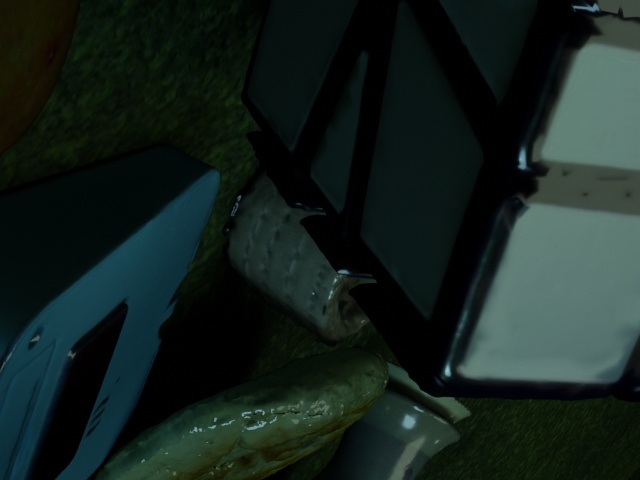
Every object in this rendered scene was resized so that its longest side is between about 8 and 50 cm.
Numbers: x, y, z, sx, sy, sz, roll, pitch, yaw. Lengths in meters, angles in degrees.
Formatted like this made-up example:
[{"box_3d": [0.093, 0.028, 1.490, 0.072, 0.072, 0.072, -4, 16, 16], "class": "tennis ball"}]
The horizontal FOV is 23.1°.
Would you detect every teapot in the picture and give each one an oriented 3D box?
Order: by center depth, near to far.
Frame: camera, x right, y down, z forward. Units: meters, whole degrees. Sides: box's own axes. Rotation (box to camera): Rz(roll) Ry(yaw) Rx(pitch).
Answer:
[{"box_3d": [0.023, 0.228, 1.310, 0.251, 0.183, 0.183, -62, 159, -11], "class": "teapot"}]

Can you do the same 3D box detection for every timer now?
[{"box_3d": [-0.164, 0.069, 0.854, 0.250, 0.091, 0.232, -40, 156, -58], "class": "timer"}]

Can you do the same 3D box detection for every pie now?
[{"box_3d": [-0.056, 0.138, 1.058, 0.240, 0.054, 0.240, -27, 167, -7], "class": "pie"}]

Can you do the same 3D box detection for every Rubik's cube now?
[{"box_3d": [0.155, -0.107, 0.744, 0.283, 0.288, 0.293, 3, 120, -25], "class": "Rubik's cube"}]

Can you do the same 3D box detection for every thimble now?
[{"box_3d": [0.000, 0.000, 1.015, 0.102, 0.090, 0.115, -30, 147, -49], "class": "thimble"}]

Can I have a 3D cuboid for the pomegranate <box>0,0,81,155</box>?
[{"box_3d": [-0.159, -0.111, 0.477, 0.180, 0.180, 0.209, 19, 71, -66], "class": "pomegranate"}]
